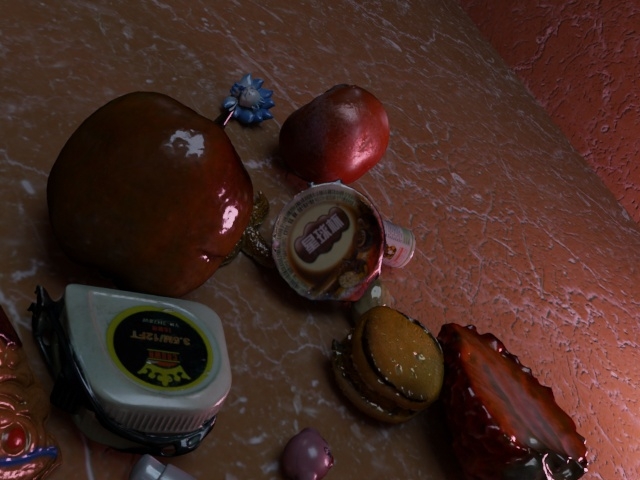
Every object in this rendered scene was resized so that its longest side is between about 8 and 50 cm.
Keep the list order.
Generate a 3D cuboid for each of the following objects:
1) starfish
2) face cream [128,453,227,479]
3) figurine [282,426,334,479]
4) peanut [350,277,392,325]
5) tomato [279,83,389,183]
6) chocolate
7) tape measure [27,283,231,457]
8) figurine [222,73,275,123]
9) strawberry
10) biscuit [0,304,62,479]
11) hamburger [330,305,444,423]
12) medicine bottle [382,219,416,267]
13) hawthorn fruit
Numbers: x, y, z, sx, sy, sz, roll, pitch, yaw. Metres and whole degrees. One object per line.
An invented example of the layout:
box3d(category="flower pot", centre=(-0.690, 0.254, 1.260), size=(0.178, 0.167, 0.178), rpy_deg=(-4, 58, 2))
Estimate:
box3d(category="starfish", centre=(-0.152, -0.039, 1.134), size=(0.227, 0.043, 0.240), rpy_deg=(40, 33, -2))
box3d(category="face cream", centre=(-0.110, 0.330, 0.731), size=(0.252, 0.101, 0.101), rpy_deg=(38, 36, -3))
box3d(category="figurine", centre=(-0.019, 0.298, 0.876), size=(0.067, 0.071, 0.083), rpy_deg=(-4, 30, 9))
box3d(category="peanut", centre=(0.083, 0.083, 1.180), size=(0.082, 0.082, 0.187), rpy_deg=(15, 44, -31))
box3d(category="tomato", centre=(0.030, -0.207, 1.327), size=(0.188, 0.232, 0.232), rpy_deg=(56, 35, -8))
box3d(category="chocolate", centre=(0.006, 0.003, 1.135), size=(0.221, 0.221, 0.147), rpy_deg=(33, -4, -11))
box3d(category="tape measure", centre=(-0.236, 0.162, 0.790), size=(0.235, 0.115, 0.207), rpy_deg=(12, 39, -28))
box3d(category="figurine", centre=(-0.143, -0.290, 1.371), size=(0.114, 0.079, 0.114), rpy_deg=(7, 66, -15))
box3d(category="strawberry", centre=(0.286, 0.296, 1.101), size=(0.265, 0.149, 0.336), rpy_deg=(15, 32, -35))
box3d(category="biscuit", centre=(-0.333, 0.185, 0.653), size=(0.183, 0.043, 0.280), rpy_deg=(28, 54, -67))
box3d(category="hamburger", centre=(0.113, 0.201, 1.055), size=(0.182, 0.118, 0.191), rpy_deg=(49, 40, 6))
box3d(category="medicine bottle", centre=(0.093, -0.009, 1.283), size=(0.183, 0.086, 0.086), rpy_deg=(19, 41, -26))
box3d(category="hawthorn fruit", centre=(-0.219, -0.080, 0.892), size=(0.268, 0.301, 0.268), rpy_deg=(37, 11, -9))
